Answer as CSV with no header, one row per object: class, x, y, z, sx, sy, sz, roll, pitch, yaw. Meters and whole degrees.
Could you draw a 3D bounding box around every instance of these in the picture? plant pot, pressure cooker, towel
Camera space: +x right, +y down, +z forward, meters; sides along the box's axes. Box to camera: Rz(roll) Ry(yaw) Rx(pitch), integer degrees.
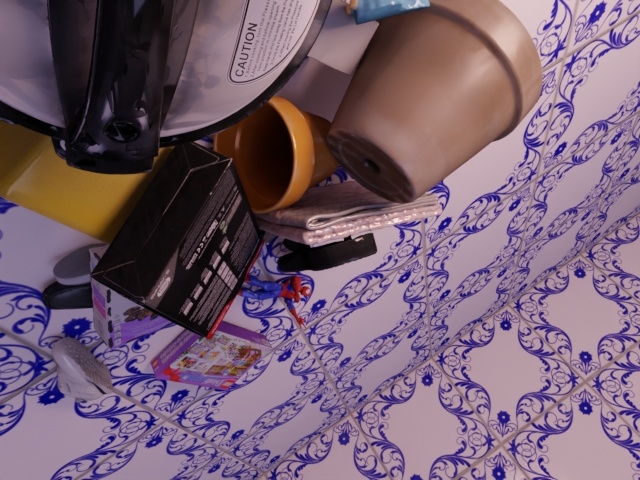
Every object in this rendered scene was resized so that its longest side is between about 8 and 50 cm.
plant pot,0.169,-0.227,0.843,0.280,0.323,0.323,-52,146,-11
pressure cooker,-0.184,-0.286,0.420,0.375,0.421,0.370,-30,139,2
plant pot,-0.331,-0.139,0.686,0.187,0.212,0.212,-52,144,1
towel,0.027,-0.072,0.989,0.331,0.316,0.054,-13,107,-30
plant pot,-0.063,-0.166,0.897,0.187,0.205,0.205,-18,143,-50

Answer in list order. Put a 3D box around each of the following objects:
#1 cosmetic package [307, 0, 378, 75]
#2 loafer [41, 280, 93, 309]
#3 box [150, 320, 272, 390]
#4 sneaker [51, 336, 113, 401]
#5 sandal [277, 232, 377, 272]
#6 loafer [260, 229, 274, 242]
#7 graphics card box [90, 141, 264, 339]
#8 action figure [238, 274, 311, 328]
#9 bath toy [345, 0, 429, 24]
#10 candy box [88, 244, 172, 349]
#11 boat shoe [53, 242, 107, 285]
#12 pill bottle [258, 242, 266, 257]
cosmetic package,-0.038,-0.360,0.746,0.237,0.127,0.107,1,129,-44
loafer,-0.431,0.103,0.959,0.223,0.078,0.076,-9,135,-34
box,-0.295,0.321,1.337,0.201,0.057,0.293,-43,144,6
sneaker,-0.555,0.304,1.077,0.094,0.090,0.235,-18,140,-11
sandal,0.003,-0.001,1.049,0.167,0.107,0.445,-17,-179,-17
loafer,-0.122,-0.027,1.088,0.039,0.045,0.125,5,161,-29
graphics card box,-0.204,0.025,0.797,0.233,0.094,0.371,-62,172,-16
action figure,-0.113,0.157,1.252,0.280,0.139,0.092,4,129,-46
bath toy,0.070,-0.484,0.631,0.128,0.151,0.349,-12,117,3
candy box,-0.336,0.087,0.899,0.164,0.070,0.196,-21,137,-41
boat shoe,-0.388,0.044,0.927,0.226,0.083,0.076,-21,140,-23
pill bottle,-0.197,0.024,1.074,0.137,0.078,0.078,-25,143,-17
